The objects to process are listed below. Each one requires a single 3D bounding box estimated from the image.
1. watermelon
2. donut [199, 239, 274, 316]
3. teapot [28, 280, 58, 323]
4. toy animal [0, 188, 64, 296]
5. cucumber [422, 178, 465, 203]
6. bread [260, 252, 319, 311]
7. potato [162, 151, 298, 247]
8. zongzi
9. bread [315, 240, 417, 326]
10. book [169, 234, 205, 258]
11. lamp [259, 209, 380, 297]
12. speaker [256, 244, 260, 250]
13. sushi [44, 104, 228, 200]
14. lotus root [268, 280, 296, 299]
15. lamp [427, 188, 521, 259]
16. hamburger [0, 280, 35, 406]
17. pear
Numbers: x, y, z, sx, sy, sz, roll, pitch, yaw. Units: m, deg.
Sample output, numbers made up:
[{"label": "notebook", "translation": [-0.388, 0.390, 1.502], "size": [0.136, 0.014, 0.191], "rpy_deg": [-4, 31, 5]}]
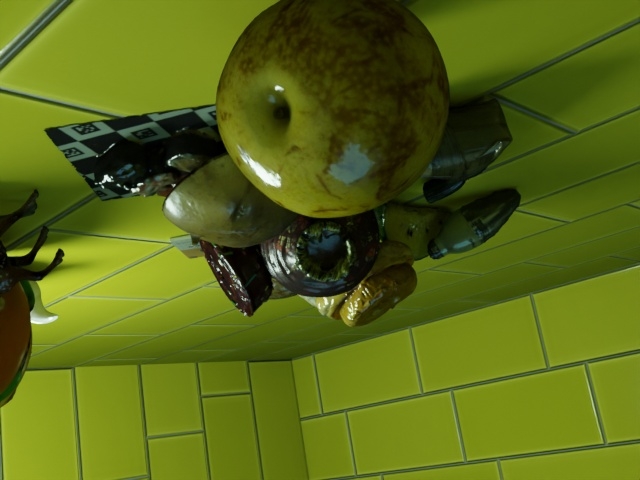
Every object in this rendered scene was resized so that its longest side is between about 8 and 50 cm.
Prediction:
[{"label": "watermelon", "translation": [0.213, -0.030, 1.789], "size": [0.301, 0.123, 0.129], "rpy_deg": [3, 139, -45]}, {"label": "donut", "translation": [-0.179, 0.042, 1.593], "size": [0.089, 0.235, 0.235], "rpy_deg": [-31, 170, -15]}, {"label": "teapot", "translation": [-0.756, 0.141, 1.737], "size": [0.298, 0.139, 0.204], "rpy_deg": [-8, 167, -9]}, {"label": "toy animal", "translation": [-0.587, 0.006, 1.291], "size": [0.260, 0.243, 0.087], "rpy_deg": [-31, -153, -28]}, {"label": "cucumber", "translation": [0.261, -0.116, 1.578], "size": [0.048, 0.048, 0.105], "rpy_deg": [6, 157, -44]}, {"label": "bread", "translation": [-0.068, 0.077, 1.772], "size": [0.224, 0.211, 0.183], "rpy_deg": [-14, 172, -3]}, {"label": "potato", "translation": [-0.130, -0.053, 1.305], "size": [0.239, 0.116, 0.299], "rpy_deg": [-31, 165, 19]}, {"label": "zongzi", "translation": [0.187, -0.144, 1.306], "size": [0.221, 0.112, 0.242], "rpy_deg": [-9, 166, -9]}, {"label": "bread", "translation": [0.108, 0.097, 1.663], "size": [0.236, 0.120, 0.198], "rpy_deg": [-38, 162, 14]}, {"label": "book", "translation": [-0.272, 0.010, 1.785], "size": [0.118, 0.012, 0.172], "rpy_deg": [-9, 165, 3]}, {"label": "lamp", "translation": [0.000, 0.000, 1.507], "size": [0.247, 0.246, 0.247], "rpy_deg": [-9, 165, -2]}, {"label": "speaker", "translation": [-0.133, -0.023, 1.633], "size": [0.094, 0.075, 0.060], "rpy_deg": [26, 141, -23]}, {"label": "sushi", "translation": [-0.245, -0.108, 1.258], "size": [0.320, 0.068, 0.339], "rpy_deg": [-8, 165, -4]}, {"label": "lotus root", "translation": [-0.099, 0.100, 2.030], "size": [0.210, 0.120, 0.120], "rpy_deg": [-13, 164, 17]}, {"label": "lamp", "translation": [0.355, -0.037, 1.769], "size": [0.250, 0.101, 0.101], "rpy_deg": [-33, 160, 10]}, {"label": "hamburger", "translation": [-0.733, 0.166, 1.436], "size": [0.396, 0.395, 0.277], "rpy_deg": [-4, 163, -19]}, {"label": "pear", "translation": [0.018, -0.157, 0.889], "size": [0.281, 0.280, 0.280], "rpy_deg": [-9, 165, -2]}]
